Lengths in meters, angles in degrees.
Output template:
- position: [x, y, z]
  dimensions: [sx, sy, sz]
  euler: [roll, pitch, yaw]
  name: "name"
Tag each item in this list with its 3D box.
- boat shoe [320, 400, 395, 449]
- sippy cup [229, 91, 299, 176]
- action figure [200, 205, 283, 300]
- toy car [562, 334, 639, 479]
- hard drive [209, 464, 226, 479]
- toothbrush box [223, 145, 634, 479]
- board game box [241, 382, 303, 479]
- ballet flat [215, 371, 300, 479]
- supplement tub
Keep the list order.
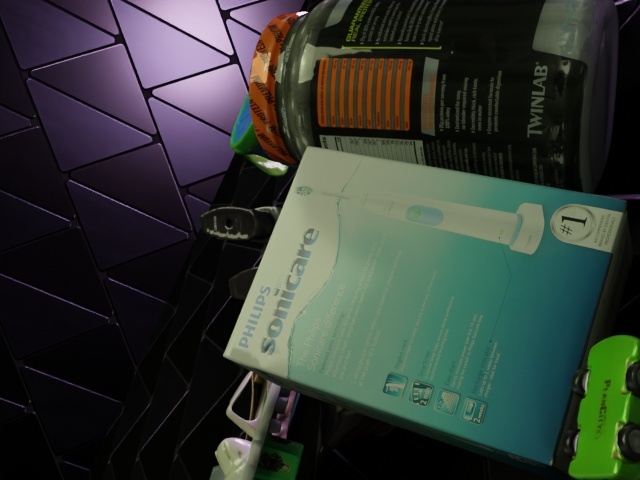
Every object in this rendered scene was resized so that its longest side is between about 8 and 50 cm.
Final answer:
- position: [0.065, 0.177, 0.940]
  dimensions: [0.324, 0.116, 0.123]
  euler: [110, 163, -70]
  name: "boat shoe"
- position: [-0.028, -0.235, 1.591]
  dimensions: [0.240, 0.224, 0.305]
  euler: [-64, 17, -1]
  name: "sippy cup"
- position: [0.000, 0.000, 0.938]
  dimensions: [0.099, 0.285, 0.185]
  euler: [-17, 83, 35]
  name: "action figure"
- position: [0.183, 0.170, 0.504]
  dimensions: [0.239, 0.053, 0.225]
  euler: [-33, 36, 63]
  name: "toy car"
- position: [-0.183, 0.458, 1.419]
  dimensions: [0.094, 0.022, 0.135]
  euler: [-39, 30, 55]
  name: "hard drive"
- position: [0.096, 0.057, 0.715]
  dimensions: [0.295, 0.126, 0.216]
  euler: [12, 73, 27]
  name: "toothbrush box"
- position: [-0.073, 0.326, 0.936]
  dimensions: [0.390, 0.050, 0.390]
  euler: [-71, -4, -77]
  name: "board game box"
- position: [-0.102, 0.304, 1.256]
  dimensions: [0.107, 0.106, 0.316]
  euler: [-48, 24, 44]
  name: "ballet flat"
- position: [0.112, -0.148, 0.822]
  dimensions: [0.338, 0.207, 0.207]
  euler: [8, 66, 26]
  name: "supplement tub"
